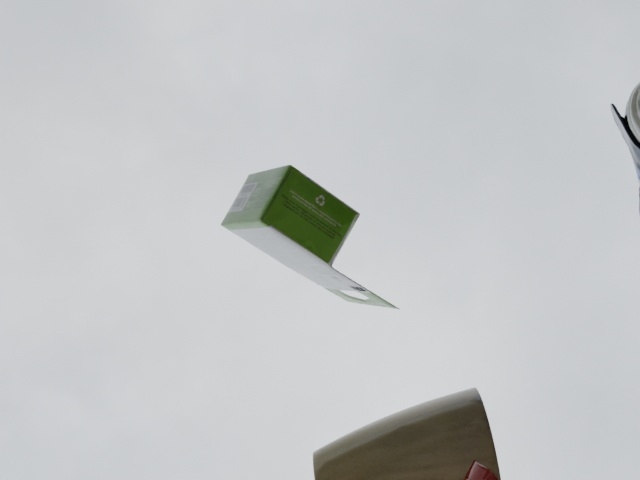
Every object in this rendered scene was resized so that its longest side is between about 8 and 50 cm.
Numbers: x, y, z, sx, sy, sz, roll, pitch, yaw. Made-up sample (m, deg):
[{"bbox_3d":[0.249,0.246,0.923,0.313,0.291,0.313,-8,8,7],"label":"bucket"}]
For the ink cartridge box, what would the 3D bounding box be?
[{"bbox_3d":[0.000,0.000,1.426,0.255,0.189,0.097,33,-103,-20],"label":"ink cartridge box"}]

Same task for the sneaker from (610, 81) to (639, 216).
[{"bbox_3d":[0.511,-0.080,1.325,0.236,0.130,0.322,24,-128,-70],"label":"sneaker"}]

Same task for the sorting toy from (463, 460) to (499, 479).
[{"bbox_3d":[0.259,0.478,1.275,0.126,0.127,0.365,-33,-76,-10],"label":"sorting toy"}]

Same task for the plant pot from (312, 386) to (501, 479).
[{"bbox_3d":[0.131,0.377,1.483,0.274,0.256,0.256,-8,-118,1],"label":"plant pot"}]
